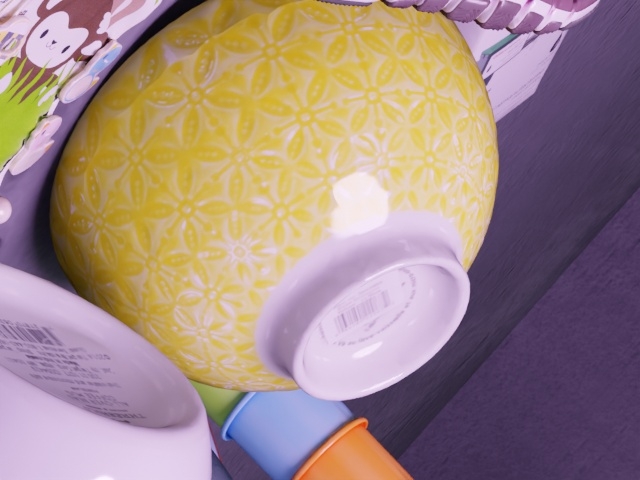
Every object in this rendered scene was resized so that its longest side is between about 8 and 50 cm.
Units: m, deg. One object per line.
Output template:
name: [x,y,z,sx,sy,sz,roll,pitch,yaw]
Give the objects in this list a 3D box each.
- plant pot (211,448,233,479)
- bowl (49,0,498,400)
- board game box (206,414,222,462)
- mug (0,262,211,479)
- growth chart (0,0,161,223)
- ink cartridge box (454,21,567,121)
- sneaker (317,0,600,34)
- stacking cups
plant pot: [-0.180,0.263,1.114,0.247,0.252,0.248,-51,164,18]
bowl: [0.000,0.000,0.914,0.289,0.156,0.289,-21,142,-17]
board game box: [-0.150,0.243,1.397,0.145,0.027,0.281,-35,145,-19]
mug: [-0.242,0.174,0.758,0.374,0.276,0.328,22,103,-42]
growth chart: [-0.140,-0.091,0.748,0.237,0.021,0.172,-51,166,21]
ink cartridge box: [0.113,-0.167,1.099,0.160,0.092,0.219,-37,163,-33]
sneaker: [0.093,-0.207,0.843,0.281,0.106,0.162,-6,133,-45]
stacking cups: [-0.014,0.125,1.084,0.096,0.316,0.096,-44,165,-16]
